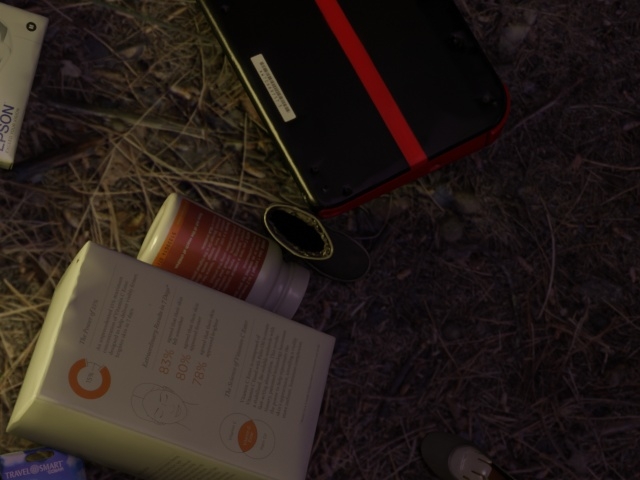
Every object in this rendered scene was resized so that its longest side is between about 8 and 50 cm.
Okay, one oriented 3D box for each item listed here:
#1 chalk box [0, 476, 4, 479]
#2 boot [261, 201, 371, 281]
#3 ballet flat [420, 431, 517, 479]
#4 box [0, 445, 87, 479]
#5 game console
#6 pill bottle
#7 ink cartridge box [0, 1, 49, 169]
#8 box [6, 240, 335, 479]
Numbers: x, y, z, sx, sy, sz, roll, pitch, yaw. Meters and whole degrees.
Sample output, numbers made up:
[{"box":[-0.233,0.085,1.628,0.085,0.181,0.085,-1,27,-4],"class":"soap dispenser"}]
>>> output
[{"box":[-0.470,0.321,1.406,0.179,0.289,0.180,-39,94,6],"class":"chalk box"},{"box":[0.000,0.003,1.678,0.189,0.208,0.076,26,84,-9],"class":"boot"},{"box":[0.239,0.338,1.758,0.213,0.068,0.072,38,66,-7],"class":"ballet flat"},{"box":[-0.338,0.348,1.551,0.109,0.042,0.178,-9,78,-23],"class":"box"},{"box":[0.052,-0.257,1.741,0.342,0.060,0.387,-26,79,-15],"class":"game console"},{"box":[-0.130,0.034,1.672,0.216,0.121,0.121,27,68,-12],"class":"pill bottle"},{"box":[-0.493,-0.227,1.646,0.223,0.045,0.223,14,72,-16],"class":"ink cartridge box"},{"box":[-0.184,0.180,1.563,0.345,0.168,0.215,23,59,-16],"class":"box"}]
